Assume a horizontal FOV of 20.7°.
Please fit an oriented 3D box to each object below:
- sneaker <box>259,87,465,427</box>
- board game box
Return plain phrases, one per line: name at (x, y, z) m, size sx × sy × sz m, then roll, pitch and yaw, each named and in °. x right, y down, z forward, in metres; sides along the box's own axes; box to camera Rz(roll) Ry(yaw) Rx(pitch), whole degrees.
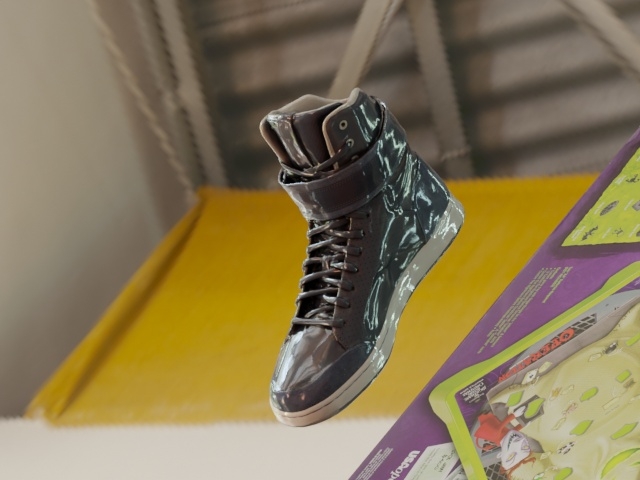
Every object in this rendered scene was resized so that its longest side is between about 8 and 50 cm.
sneaker at (-0.001, 0.000, 1.192) m, size 0.086 × 0.226 × 0.163 m, roll -1°, pitch -44°, yaw 41°
board game box at (0.150, 0.053, 0.797) m, size 0.208 × 0.347 × 0.056 m, roll -10°, pitch -60°, yaw 53°
